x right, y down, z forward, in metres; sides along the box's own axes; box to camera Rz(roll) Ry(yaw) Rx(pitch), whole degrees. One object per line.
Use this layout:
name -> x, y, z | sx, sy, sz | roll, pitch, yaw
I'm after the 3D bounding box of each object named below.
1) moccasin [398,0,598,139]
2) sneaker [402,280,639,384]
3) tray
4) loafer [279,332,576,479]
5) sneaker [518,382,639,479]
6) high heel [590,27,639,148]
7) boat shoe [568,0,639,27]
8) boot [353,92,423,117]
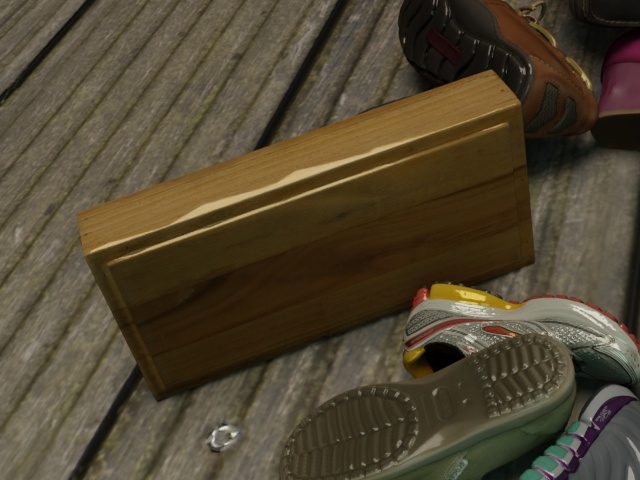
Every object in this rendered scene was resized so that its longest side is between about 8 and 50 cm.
moccasin -> 0.210, -0.238, 1.219 | 0.146, 0.139, 0.380 | 11, 23, -29
sneaker -> 0.177, 0.104, 0.888 | 0.225, 0.088, 0.093 | 4, 51, 33
tray -> 0.000, 0.000, 0.963 | 0.410, 0.203, 0.076 | -19, 40, -4
loafer -> 0.092, 0.168, 0.830 | 0.268, 0.092, 0.102 | -22, 38, 18
sneaker -> 0.208, 0.202, 0.755 | 0.098, 0.083, 0.223 | 26, 54, 33
high heel -> 0.485, -0.186, 1.071 | 0.377, 0.127, 0.181 | 6, 55, 30
boat shoe -> 0.453, -0.304, 1.096 | 0.355, 0.132, 0.130 | -14, 27, -4
boot -> 0.075, -0.081, 1.142 | 0.262, 0.091, 0.229 | -21, 34, -13
